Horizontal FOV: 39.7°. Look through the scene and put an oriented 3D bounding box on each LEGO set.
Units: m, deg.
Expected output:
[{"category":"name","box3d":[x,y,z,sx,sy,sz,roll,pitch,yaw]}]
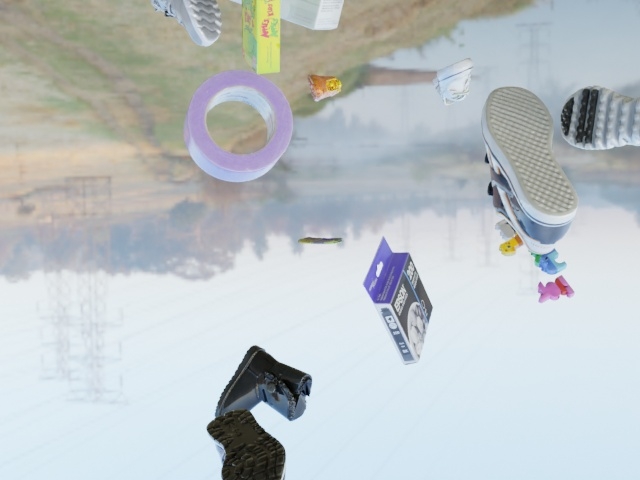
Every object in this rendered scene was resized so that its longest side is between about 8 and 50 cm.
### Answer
[{"category":"LEGO set","box3d":[0.425,0.029,1.839,0.093,0.227,0.087,-27,151,-7]}]

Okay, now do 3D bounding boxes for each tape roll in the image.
[{"category":"tape roll","box3d":[-0.149,-0.205,1.596,0.189,0.189,0.080,-2,171,-15]}]

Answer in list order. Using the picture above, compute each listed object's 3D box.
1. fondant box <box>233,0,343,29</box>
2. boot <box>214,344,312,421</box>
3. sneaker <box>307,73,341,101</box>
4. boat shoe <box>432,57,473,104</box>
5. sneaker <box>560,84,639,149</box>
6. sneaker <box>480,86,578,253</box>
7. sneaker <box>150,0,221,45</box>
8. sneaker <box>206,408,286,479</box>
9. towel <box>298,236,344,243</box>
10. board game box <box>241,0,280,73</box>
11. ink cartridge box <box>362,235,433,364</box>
[{"category":"fondant box","box3d":[-0.050,-0.575,1.600,0.238,0.330,0.096,25,-156,23]},{"category":"boot","box3d":[-0.147,0.419,2.308,0.207,0.246,0.094,28,179,34]},{"category":"sneaker","box3d":[0.010,-0.359,2.041,0.067,0.064,0.175,-14,-169,12]},{"category":"boat shoe","box3d":[0.302,-0.347,1.958,0.083,0.076,0.226,-22,-178,4]},{"category":"sneaker","box3d":[0.515,-0.193,1.451,0.118,0.110,0.292,8,-176,-30]},{"category":"sneaker","box3d":[0.340,-0.120,1.506,0.126,0.321,0.127,-2,140,-4]},{"category":"sneaker","box3d":[-0.310,-0.523,1.931,0.115,0.281,0.105,-40,158,27]},{"category":"sneaker","box3d":[-0.103,0.382,1.443,0.107,0.124,0.283,-20,-163,-10]},{"category":"towel","box3d":[0.000,0.000,1.842,0.083,0.009,0.060,2,-173,26]},{"category":"board game box","box3d":[-0.101,-0.385,1.505,0.043,0.181,0.092,-9,-147,-18]},{"category":"ink cartridge box","box3d":[0.168,0.118,1.865,0.045,0.208,0.206,-18,-157,26]}]
